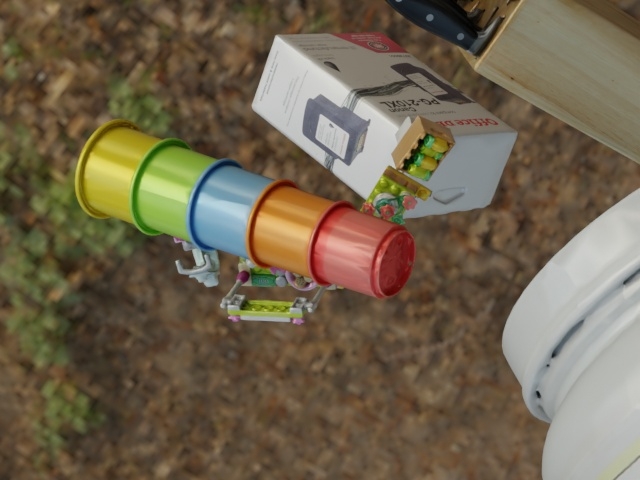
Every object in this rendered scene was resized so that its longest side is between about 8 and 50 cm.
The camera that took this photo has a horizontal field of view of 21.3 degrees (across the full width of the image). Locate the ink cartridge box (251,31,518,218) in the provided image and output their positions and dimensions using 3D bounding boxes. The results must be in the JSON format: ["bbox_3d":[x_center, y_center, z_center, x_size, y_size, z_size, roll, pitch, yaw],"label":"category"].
[{"bbox_3d":[0.070,-0.130,1.853,0.237,0.172,0.100,40,123,34],"label":"ink cartridge box"}]

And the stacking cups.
[{"bbox_3d":[-0.065,-0.017,1.469,0.316,0.096,0.096,21,146,29],"label":"stacking cups"}]

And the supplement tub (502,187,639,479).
[{"bbox_3d":[0.243,0.132,0.745,0.325,0.235,0.235,61,157,27],"label":"supplement tub"}]

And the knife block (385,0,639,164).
[{"bbox_3d":[0.168,-0.159,1.325,0.276,0.242,0.088,42,110,18],"label":"knife block"}]

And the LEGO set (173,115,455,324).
[{"bbox_3d":[0.000,0.000,1.521,0.287,0.107,0.132,-20,106,23],"label":"LEGO set"}]
